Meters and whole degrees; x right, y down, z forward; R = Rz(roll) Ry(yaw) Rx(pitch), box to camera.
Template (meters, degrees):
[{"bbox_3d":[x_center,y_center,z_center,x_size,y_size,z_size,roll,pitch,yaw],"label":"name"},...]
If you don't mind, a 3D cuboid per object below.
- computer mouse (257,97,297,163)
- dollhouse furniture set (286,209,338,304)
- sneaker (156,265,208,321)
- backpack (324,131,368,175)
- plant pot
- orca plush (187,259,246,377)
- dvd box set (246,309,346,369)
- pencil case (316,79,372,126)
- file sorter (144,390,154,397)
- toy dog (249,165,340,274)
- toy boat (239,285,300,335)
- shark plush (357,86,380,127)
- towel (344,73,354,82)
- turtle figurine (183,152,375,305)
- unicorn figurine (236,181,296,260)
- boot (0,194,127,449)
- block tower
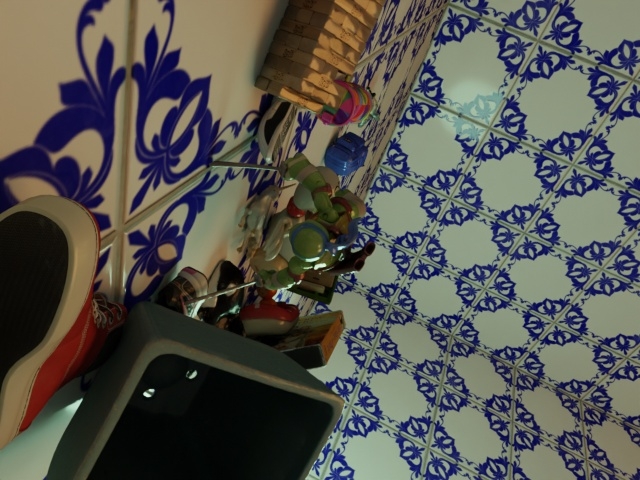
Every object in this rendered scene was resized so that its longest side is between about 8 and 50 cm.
[{"bbox_3d":[-0.063,-0.216,0.781,0.106,0.042,0.193,108,5,-75],"label":"computer mouse"},{"bbox_3d":[0.000,0.000,1.337,0.197,0.151,0.302,94,12,-72],"label":"dollhouse furniture set"},{"bbox_3d":[-0.229,0.123,0.740,0.077,0.072,0.178,-35,145,-51],"label":"sneaker"},{"bbox_3d":[0.068,-0.250,1.384,0.120,0.098,0.101,-41,151,-39],"label":"backpack"},{"bbox_3d":[-0.174,0.212,0.595,0.248,0.247,0.252,-62,-148,0],"label":"plant pot"},{"bbox_3d":[-0.202,0.187,0.945,0.287,0.102,0.151,-63,173,-2],"label":"orca plush"},{"bbox_3d":[-0.103,0.284,1.331,0.420,0.307,0.062,-16,94,-80],"label":"dvd box set"},{"bbox_3d":[0.055,-0.304,1.084,0.104,0.104,0.236,-66,171,18],"label":"pencil case"},{"bbox_3d":[-0.289,0.409,0.838,0.193,0.173,0.278,-58,171,-36],"label":"file sorter"},{"bbox_3d":[-0.024,-0.010,1.015,0.220,0.161,0.333,-63,-170,-15],"label":"toy dog"},{"bbox_3d":[-0.144,0.176,1.313,0.231,0.151,0.151,1,85,-83],"label":"toy boat"},{"bbox_3d":[0.154,-0.424,1.546,0.067,0.073,0.161,-31,169,-12],"label":"shark plush"},{"bbox_3d":[0.063,-0.380,1.210,0.083,0.009,0.060,-67,173,23],"label":"towel"},{"bbox_3d":[-0.043,-0.027,0.756,0.266,0.274,0.198,-7,86,-70],"label":"turtle figurine"},{"bbox_3d":[-0.122,-0.042,0.938,0.162,0.060,0.111,-51,-167,43],"label":"unicorn figurine"},{"bbox_3d":[-0.221,0.052,0.430,0.244,0.088,0.176,-58,176,22],"label":"boot"},{"bbox_3d":[0.030,-0.345,0.657,0.097,0.091,0.335,8,111,-50],"label":"block tower"}]
